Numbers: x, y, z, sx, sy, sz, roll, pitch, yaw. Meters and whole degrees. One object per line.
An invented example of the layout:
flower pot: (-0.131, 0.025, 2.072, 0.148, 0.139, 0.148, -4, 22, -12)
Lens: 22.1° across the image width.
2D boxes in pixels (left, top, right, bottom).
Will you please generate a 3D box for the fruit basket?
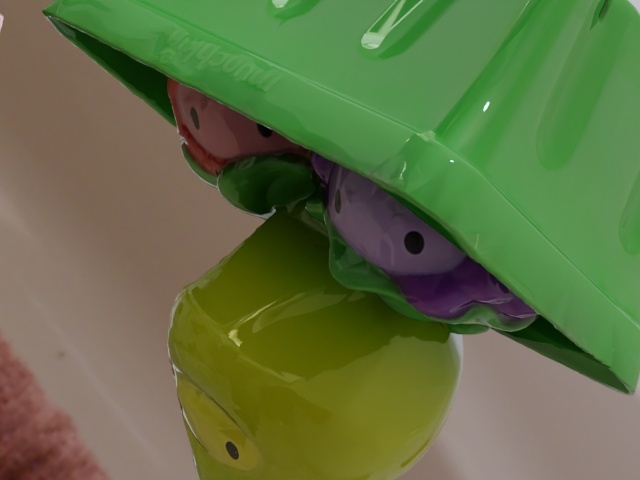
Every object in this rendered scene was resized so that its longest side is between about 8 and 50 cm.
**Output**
fruit basket: (0.000, 0.000, 0.947, 0.283, 0.392, 0.392, 39, 22, -44)

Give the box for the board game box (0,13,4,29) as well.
board game box: (-0.314, -0.168, 1.124, 0.193, 0.045, 0.147, 35, 20, -23)
